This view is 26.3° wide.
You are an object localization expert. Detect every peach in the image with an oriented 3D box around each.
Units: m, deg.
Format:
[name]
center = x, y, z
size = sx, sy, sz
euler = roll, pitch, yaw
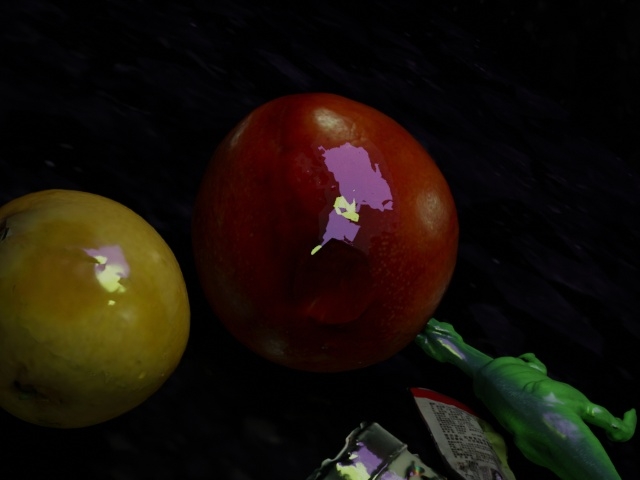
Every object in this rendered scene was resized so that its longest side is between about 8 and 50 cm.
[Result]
[peach]
center = 0.000, 0.000, 1.841
size = 0.388, 0.388, 0.388
euler = 26, 24, -12

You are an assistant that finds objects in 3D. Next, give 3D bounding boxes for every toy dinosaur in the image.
[toy dinosaur]
center = 0.283, 0.227, 1.909
size = 0.374, 0.144, 0.500
euler = 34, 5, 4

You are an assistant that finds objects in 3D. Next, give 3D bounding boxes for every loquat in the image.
[loquat]
center = -0.270, 0.075, 1.483
size = 0.263, 0.263, 0.263
euler = 26, 24, -12

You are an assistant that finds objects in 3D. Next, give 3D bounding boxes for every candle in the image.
[candle]
center = 0.111, 0.354, 1.491
size = 0.330, 0.187, 0.187
euler = 38, 24, 13

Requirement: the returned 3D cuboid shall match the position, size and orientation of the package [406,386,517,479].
[package]
center = 0.215, 0.293, 1.914
size = 0.154, 0.030, 0.239
euler = 26, 23, -29
